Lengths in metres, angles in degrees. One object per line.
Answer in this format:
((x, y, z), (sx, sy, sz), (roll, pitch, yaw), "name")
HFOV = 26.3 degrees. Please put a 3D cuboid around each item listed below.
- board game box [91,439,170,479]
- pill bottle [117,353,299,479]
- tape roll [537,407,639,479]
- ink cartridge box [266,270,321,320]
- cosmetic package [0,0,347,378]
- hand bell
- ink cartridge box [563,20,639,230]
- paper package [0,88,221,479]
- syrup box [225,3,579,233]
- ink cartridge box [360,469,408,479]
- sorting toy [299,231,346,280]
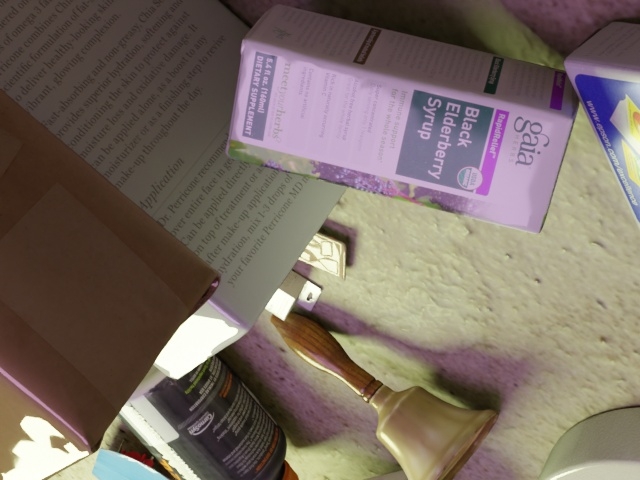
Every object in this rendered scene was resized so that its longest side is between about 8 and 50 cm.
((-0.238, 0.317, 1.851), (0.133, 0.033, 0.169), (28, 150, 0), "board game box")
((-0.125, 0.217, 1.549), (0.130, 0.130, 0.246), (-10, 126, 46), "pill bottle")
((0.385, 0.310, 1.301), (0.392, 0.072, 0.392), (22, 144, 18), "tape roll")
((-0.045, 0.048, 1.369), (0.083, 0.028, 0.048), (31, 146, 3), "ink cartridge box")
((-0.205, -0.125, 1.117), (0.453, 0.230, 0.161), (41, 146, -9), "cosmetic package")
((0.047, 0.146, 1.377), (0.242, 0.126, 0.126), (39, 147, 17), "hand bell")
((0.332, 0.004, 0.893), (0.307, 0.072, 0.304), (20, 147, 53), "ink cartridge box")
((-0.288, 0.023, 1.017), (0.325, 0.168, 0.309), (41, 148, -11), "paper package")
((0.061, -0.090, 0.994), (0.237, 0.096, 0.093), (15, 118, 6), "syrup box")
((0.033, 0.423, 1.585), (0.226, 0.131, 0.306), (-15, 135, -1), "ink cartridge box")
((0.000, 0.000, 1.289), (0.062, 0.012, 0.083), (27, 149, 18), "sorting toy")
